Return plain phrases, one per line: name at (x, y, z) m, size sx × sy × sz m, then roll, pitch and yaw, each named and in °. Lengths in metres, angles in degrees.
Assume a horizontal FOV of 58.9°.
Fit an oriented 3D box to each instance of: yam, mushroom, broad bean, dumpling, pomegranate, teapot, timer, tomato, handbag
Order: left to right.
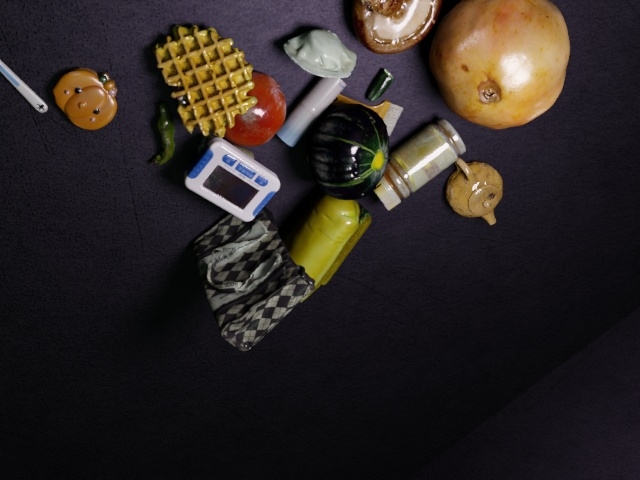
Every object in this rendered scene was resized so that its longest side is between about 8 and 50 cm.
broad bean at (-0.453, -0.303, 1.654) m, size 0.061 × 0.046 × 0.195 m, roll 4°, pitch 123°, yaw -24°
yam at (-0.288, -0.269, 1.721) m, size 0.169 × 0.068 × 0.068 m, roll 18°, pitch 115°, yaw -31°
timer at (-0.264, -0.182, 1.697) m, size 0.253 × 0.078 × 0.178 m, roll 32°, pitch 110°, yaw -33°
tomato at (-0.197, -0.365, 1.640) m, size 0.199 × 0.112 × 0.228 m, roll 17°, pitch 113°, yaw -15°
handbag at (-0.212, 0.088, 1.768) m, size 0.316 × 0.416 × 0.180 m, roll -38°, pitch 136°, yaw 8°
dumpling at (0.007, -0.531, 1.590) m, size 0.219 × 0.153 × 0.108 m, roll -7°, pitch 127°, yaw -21°
mushroom at (0.200, -0.666, 1.567) m, size 0.278 × 0.163 × 0.297 m, roll 3°, pitch 122°, yaw -31°
teapot at (0.555, -0.173, 2.009) m, size 0.203 × 0.167 × 0.311 m, roll -34°, pitch 126°, yaw 6°
pomegranate at (0.513, -0.537, 1.642) m, size 0.411 × 0.412 × 0.412 m, roll -9°, pitch 125°, yaw -13°

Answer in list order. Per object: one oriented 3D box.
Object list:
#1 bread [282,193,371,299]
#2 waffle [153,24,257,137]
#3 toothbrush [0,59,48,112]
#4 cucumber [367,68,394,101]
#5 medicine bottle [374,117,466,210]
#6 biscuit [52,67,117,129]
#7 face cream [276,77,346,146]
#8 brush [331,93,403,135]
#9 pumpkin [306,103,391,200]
bread at (0.000, 0.000, 1.897) m, size 0.208 × 0.251 × 0.377 m, roll 42°, pitch 111°, yaw 7°
waffle at (-0.320, -0.428, 1.533) m, size 0.309 × 0.065 × 0.283 m, roll 25°, pitch 102°, yaw -3°
toothbrush at (-0.836, -0.468, 1.415) m, size 0.040 × 0.040 × 0.386 m, roll -34°, pitch 127°, yaw 5°
cucumber at (0.184, -0.474, 1.756) m, size 0.048 × 0.048 × 0.105 m, roll 24°, pitch 114°, yaw -30°
medicine bottle at (0.311, -0.254, 1.881) m, size 0.322 × 0.151 × 0.151 m, roll -37°, pitch 126°, yaw 8°
biscuit at (-0.627, -0.384, 1.536) m, size 0.170 × 0.050 × 0.170 m, roll -10°, pitch 126°, yaw -13°
face cream at (-0.031, -0.400, 1.712) m, size 0.077 × 0.077 × 0.250 m, roll 33°, pitch 108°, yaw -33°
brush at (0.130, -0.417, 1.797) m, size 0.272 × 0.013 × 0.103 m, roll 13°, pitch 117°, yaw -25°
pumpkin at (0.070, -0.279, 1.744) m, size 0.295 × 0.296 × 0.296 m, roll -9°, pitch 125°, yaw -13°
